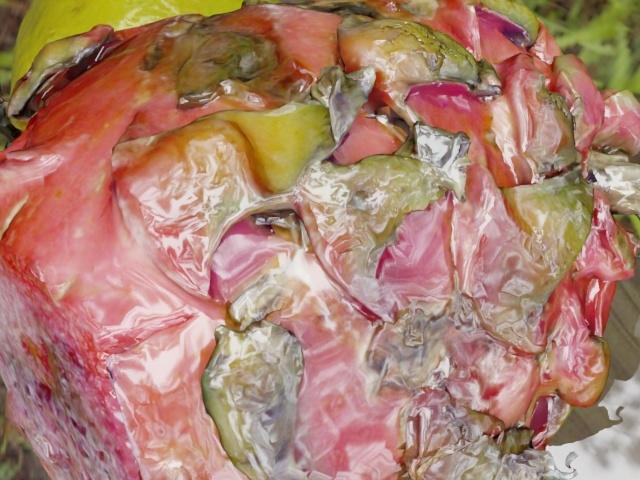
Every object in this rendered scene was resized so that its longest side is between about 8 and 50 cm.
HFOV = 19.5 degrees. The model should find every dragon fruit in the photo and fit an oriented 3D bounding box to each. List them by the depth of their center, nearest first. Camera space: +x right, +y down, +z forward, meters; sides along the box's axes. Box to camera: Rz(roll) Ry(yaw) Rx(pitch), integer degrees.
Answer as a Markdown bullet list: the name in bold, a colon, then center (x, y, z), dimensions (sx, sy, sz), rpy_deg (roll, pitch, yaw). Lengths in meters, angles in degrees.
- **dragon fruit**: center (0.000, 0.000, 0.811), dimensions (0.291, 0.269, 0.250), rpy_deg (-32, 128, -23)

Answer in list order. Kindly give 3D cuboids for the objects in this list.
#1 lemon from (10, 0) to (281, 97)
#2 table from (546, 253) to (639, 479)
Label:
- **lemon**: center (-0.096, -0.084, 1.101), dimensions (0.184, 0.248, 0.184), rpy_deg (-2, 124, -4)
- **table**: center (0.235, 0.132, 1.102), dimensions (0.317, 0.249, 0.317), rpy_deg (-1, 87, 12)
